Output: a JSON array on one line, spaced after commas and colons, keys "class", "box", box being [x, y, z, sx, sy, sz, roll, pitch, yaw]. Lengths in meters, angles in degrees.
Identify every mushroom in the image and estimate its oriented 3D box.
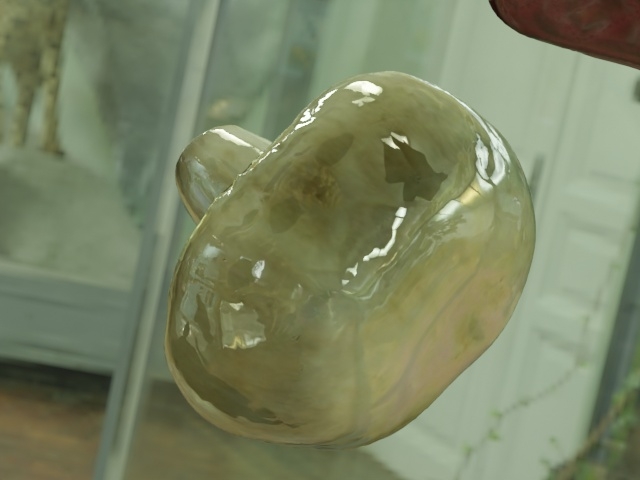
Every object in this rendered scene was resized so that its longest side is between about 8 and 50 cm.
[{"class": "mushroom", "box": [0.000, 0.000, 1.175, 0.234, 0.254, 0.260, 37, 26, 28]}]

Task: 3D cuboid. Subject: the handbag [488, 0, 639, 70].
[{"class": "handbag", "box": [0.188, -0.164, 0.917, 0.225, 0.146, 0.135, 13, 39, -9]}]
